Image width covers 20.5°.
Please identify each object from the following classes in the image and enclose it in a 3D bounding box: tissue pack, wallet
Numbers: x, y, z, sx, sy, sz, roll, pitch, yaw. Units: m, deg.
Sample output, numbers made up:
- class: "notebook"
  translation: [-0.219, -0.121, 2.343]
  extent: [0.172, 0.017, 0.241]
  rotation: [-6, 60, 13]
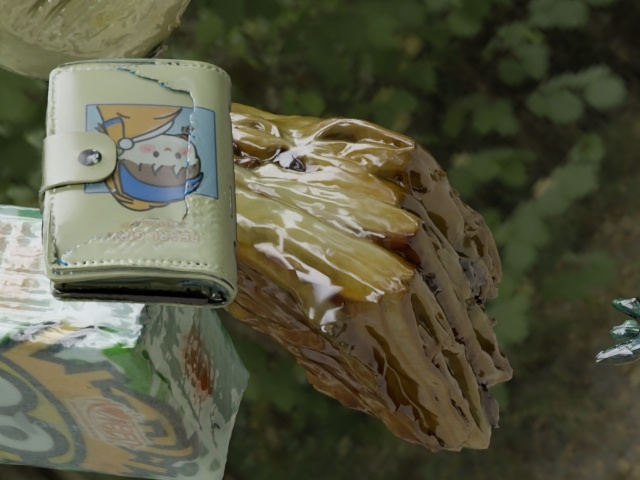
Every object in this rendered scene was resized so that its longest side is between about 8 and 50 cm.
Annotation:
- class: "tissue pack"
  translation: [-0.229, 0.072, 1.293]
  extent: [0.228, 0.311, 0.128]
  rotation: [68, -148, -56]
- class: "wallet"
  translation: [-0.102, -0.036, 0.993]
  extent: [0.039, 0.110, 0.155]
  rotation: [102, 167, -51]

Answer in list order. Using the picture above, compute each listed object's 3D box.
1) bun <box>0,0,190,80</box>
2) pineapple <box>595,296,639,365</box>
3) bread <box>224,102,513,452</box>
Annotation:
- class: "bun"
  translation: [-0.194, -0.237, 1.239]
  extent: [0.259, 0.259, 0.160]
  rotation: [-51, 33, 5]
- class: "pineapple"
  translation: [0.230, 0.118, 0.943]
  extent: [0.103, 0.221, 0.083]
  rotation: [-22, -2, 31]
- class: "bread"
  translation: [0.000, 0.000, 1.529]
  extent: [0.191, 0.370, 0.314]
  rotation: [-53, -35, -13]
